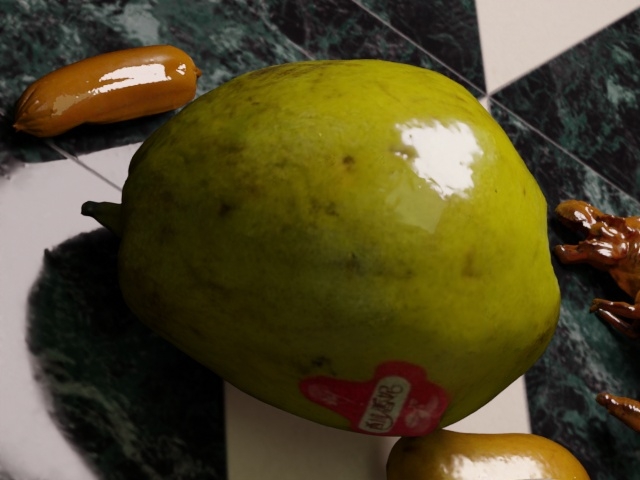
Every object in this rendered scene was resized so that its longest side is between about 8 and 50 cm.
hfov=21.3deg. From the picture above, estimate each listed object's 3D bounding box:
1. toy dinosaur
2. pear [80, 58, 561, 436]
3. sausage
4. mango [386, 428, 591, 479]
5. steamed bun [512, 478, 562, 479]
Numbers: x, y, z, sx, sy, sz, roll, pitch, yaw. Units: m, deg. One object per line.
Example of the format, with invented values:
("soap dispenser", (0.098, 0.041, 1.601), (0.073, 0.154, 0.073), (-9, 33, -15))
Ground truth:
("toy dinosaur", (0.363, 0.116, 1.510), (0.432, 0.097, 0.208), (30, 85, 27))
("pear", (0.000, 0.000, 1.302), (0.375, 0.287, 0.287), (7, 58, 2))
("sausage", (-0.172, -0.125, 1.392), (0.183, 0.054, 0.062), (-15, 46, -34))
("mango", (0.139, 0.210, 1.381), (0.178, 0.090, 0.115), (7, 61, -24))
("steamed bun", (0.176, 0.316, 1.185), (0.309, 0.309, 0.309), (15, 58, -25))
